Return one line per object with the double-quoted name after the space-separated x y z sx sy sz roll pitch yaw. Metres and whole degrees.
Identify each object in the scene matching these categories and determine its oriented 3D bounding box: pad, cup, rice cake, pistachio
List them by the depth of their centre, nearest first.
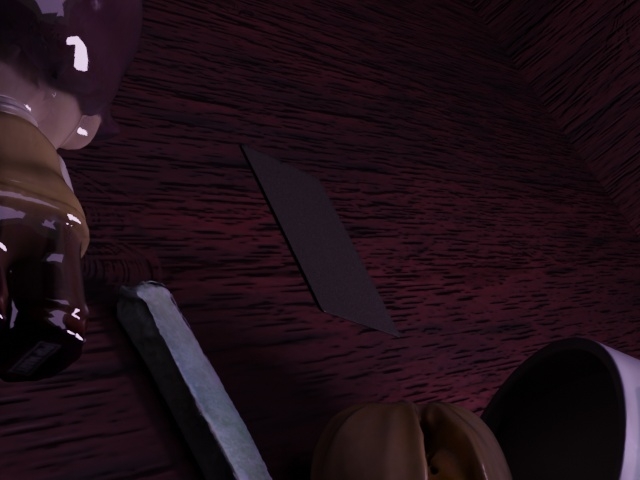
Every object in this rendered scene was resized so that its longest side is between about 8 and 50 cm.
-0.088 0.120 1.077 0.043 0.034 0.211 0 54 -54 "rice cake"
0.072 0.219 1.110 0.157 0.157 0.230 31 34 -43 "pistachio"
0.271 0.281 1.169 0.274 0.259 0.357 22 49 -18 "cup"
0.000 0.000 1.501 0.143 0.003 0.211 22 35 -52 "pad"

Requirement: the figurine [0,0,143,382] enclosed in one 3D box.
-0.223 -0.078 0.999 0.218 0.206 0.365 12 64 -26 "figurine"
